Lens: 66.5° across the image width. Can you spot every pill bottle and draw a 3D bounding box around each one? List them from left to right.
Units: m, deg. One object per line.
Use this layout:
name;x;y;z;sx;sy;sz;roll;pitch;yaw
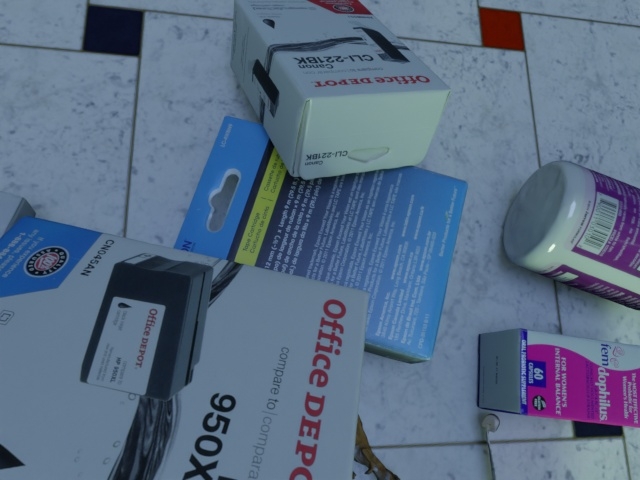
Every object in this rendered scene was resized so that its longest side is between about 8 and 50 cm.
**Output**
pill bottle;0.450;0.007;0.727;0.302;0.169;0.169;20;73;-5

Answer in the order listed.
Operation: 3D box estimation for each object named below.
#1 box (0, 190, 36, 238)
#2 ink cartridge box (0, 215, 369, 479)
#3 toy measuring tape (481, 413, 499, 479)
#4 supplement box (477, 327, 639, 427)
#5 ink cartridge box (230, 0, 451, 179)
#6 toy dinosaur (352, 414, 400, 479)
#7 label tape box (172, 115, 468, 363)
box;-0.531;0.017;0.536;0.322;0.058;0.232;14;65;-7
ink cartridge box;-0.164;0.156;0.476;0.395;0.166;0.285;12;41;0
toy measuring tape;0.295;0.395;0.630;0.122;0.121;0.329;-2;72;-11
supplement box;0.351;0.196;0.692;0.220;0.114;0.111;9;74;-10
ink cartridge box;0.012;-0.219;0.660;0.197;0.114;0.272;-11;51;-23
toy dinosaur;0.033;0.245;0.659;0.112;0.064;0.211;-8;70;-45
label tape box;0.000;0.000;0.674;0.348;0.115;0.249;16;74;3
